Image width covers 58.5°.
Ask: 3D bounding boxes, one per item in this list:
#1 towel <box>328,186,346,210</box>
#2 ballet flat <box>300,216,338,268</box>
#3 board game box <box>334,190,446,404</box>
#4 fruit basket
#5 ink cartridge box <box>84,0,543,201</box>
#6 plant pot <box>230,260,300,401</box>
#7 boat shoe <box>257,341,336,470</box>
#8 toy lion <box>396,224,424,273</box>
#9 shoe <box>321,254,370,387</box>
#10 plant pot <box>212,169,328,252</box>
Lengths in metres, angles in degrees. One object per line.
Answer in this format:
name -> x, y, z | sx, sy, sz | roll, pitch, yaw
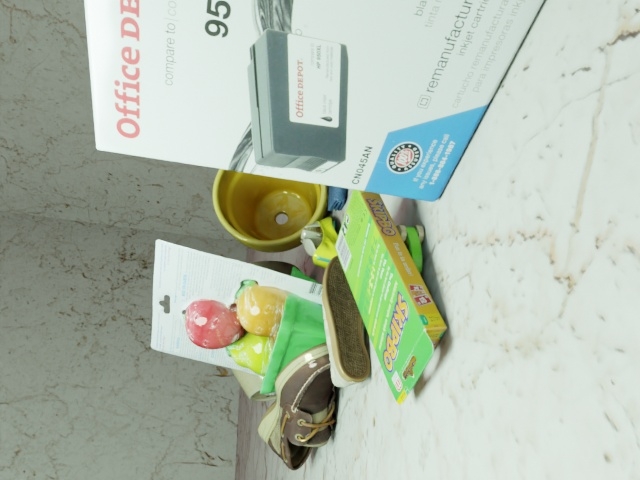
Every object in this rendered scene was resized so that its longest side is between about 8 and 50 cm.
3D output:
towel -> 0.038, -0.123, 1.175 | 0.067, 0.029, 0.119 | 124, 152, -67
ballet flat -> 0.000, 0.000, 1.157 | 0.231, 0.077, 0.077 | -113, 32, -70
board game box -> 0.079, 0.059, 0.705 | 0.124, 0.039, 0.259 | 106, 155, -44
fruit basket -> -0.145, 0.148, 1.099 | 0.165, 0.353, 0.326 | -70, -2, -48
ink cartridge box -> -0.024, -0.216, 0.592 | 0.285, 0.395, 0.166 | 109, 165, -46
plant pot -> -0.135, 0.228, 1.355 | 0.256, 0.257, 0.273 | 113, 145, -54
boat shoe -> -0.018, 0.306, 1.015 | 0.123, 0.123, 0.341 | 55, 138, 29
toy lion -> 0.105, 0.042, 0.725 | 0.100, 0.034, 0.096 | 115, 152, -57
shoe -> 0.034, 0.124, 0.901 | 0.058, 0.077, 0.218 | 122, 152, -53
plant pot -> -0.104, -0.081, 1.357 | 0.239, 0.254, 0.253 | 73, -159, -75
